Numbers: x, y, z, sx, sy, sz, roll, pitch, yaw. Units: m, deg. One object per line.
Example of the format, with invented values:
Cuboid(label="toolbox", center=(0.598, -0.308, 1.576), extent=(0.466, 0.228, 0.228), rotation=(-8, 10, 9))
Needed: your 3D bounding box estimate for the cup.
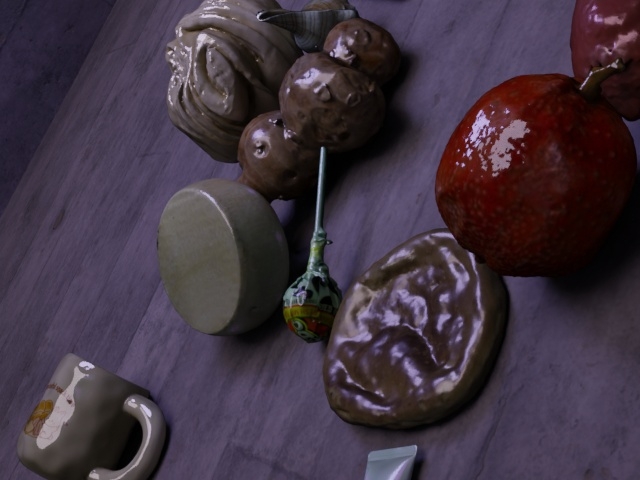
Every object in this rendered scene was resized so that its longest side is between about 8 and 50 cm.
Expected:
Cuboid(label="cup", center=(-0.378, 0.336, 1.571), extent=(0.173, 0.255, 0.202), rotation=(74, -139, -73))

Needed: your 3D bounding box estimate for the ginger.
Cuboid(label="ginger", center=(-0.015, -0.187, 1.472), extent=(0.375, 0.176, 0.256), rotation=(-49, 14, 19))

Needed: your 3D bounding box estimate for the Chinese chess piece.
Cuboid(label="Chinese chess piece", center=(-0.157, 0.026, 1.432), extent=(0.250, 0.101, 0.250), rotation=(13, 108, 45))

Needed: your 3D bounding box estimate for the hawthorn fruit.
Cuboid(label="hawthorn fruit", center=(0.237, -0.084, 0.947), extent=(0.253, 0.205, 0.205), rotation=(-60, 28, 22))

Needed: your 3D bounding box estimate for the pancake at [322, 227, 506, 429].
Cuboid(label="pancake", center=(0.107, 0.108, 1.132), extent=(0.294, 0.049, 0.294), rotation=(-36, 36, 31))

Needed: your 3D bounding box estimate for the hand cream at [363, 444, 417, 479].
Cuboid(label="hand cream", center=(0.062, 0.326, 1.003), extent=(0.078, 0.050, 0.205), rotation=(-24, 41, 44))

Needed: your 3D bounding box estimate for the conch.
Cuboid(label="conch", center=(0.010, -0.363, 1.568), extent=(0.137, 0.114, 0.234), rotation=(1, 22, 27))

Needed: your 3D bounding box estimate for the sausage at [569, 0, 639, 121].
Cuboid(label="sausage", center=(0.361, -0.263, 0.998), extent=(0.152, 0.152, 0.280), rotation=(-13, 50, 51))

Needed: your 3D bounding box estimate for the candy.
Cuboid(label="candy", center=(0.000, 0.000, 1.314), extent=(0.083, 0.091, 0.306), rotation=(-16, 57, 37))

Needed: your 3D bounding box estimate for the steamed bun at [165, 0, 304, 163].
Cuboid(label="steamed bun", center=(-0.139, -0.296, 1.633), extent=(0.289, 0.276, 0.203), rotation=(-52, 28, -5))
